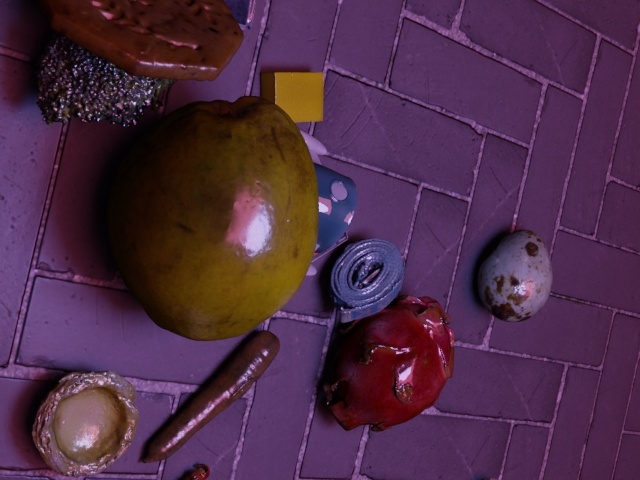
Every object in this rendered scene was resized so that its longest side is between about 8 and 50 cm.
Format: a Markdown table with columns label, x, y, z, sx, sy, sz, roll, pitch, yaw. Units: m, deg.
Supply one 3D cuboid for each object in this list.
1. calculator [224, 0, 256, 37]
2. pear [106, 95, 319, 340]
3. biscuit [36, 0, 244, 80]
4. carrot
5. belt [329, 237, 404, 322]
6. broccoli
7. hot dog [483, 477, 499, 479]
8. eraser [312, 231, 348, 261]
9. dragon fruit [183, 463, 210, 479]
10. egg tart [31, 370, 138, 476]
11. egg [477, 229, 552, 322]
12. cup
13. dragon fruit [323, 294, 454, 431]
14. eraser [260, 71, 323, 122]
| label | x | y | z | sx | sy | sz | roll | pitch | yaw |
| --- | --- | --- | --- | --- | --- | --- | --- | --- | --- |
| calculator | -0.167 | -0.512 | 1.733 | 0.165 | 0.028 | 0.274 | 7 | 95 | -43 |
| pear | -0.175 | -0.033 | 1.597 | 0.351 | 0.352 | 0.414 | -3 | 111 | -39 |
| biscuit | -0.282 | -0.368 | 1.500 | 0.359 | 0.359 | 0.046 | -4 | 139 | -39 |
| carrot | -0.199 | 0.298 | 1.820 | 0.342 | 0.070 | 0.070 | -44 | 122 | -23 |
| belt | 0.093 | 0.077 | 1.974 | 0.163 | 0.148 | 0.082 | -18 | 151 | -10 |
| broccoli | -0.340 | -0.266 | 1.540 | 0.198 | 0.176 | 0.226 | 34 | 96 | 4 |
| hot dog | 0.353 | 0.672 | 2.330 | 0.252 | 0.069 | 0.131 | -33 | 118 | -29 |
| eraser | 0.000 | 0.000 | 1.953 | 0.122 | 0.029 | 0.052 | -32 | 116 | -31 |
| dragon fruit | -0.261 | 0.496 | 1.793 | 0.094 | 0.094 | 0.190 | 58 | 39 | -30 |
| egg tart | -0.403 | 0.304 | 1.644 | 0.197 | 0.078 | 0.197 | -8 | 104 | -36 |
| egg | 0.454 | 0.079 | 2.252 | 0.169 | 0.169 | 0.231 | 41 | 60 | -36 |
| cup | -0.049 | -0.079 | 1.822 | 0.173 | 0.167 | 0.300 | 23 | 56 | -31 |
| dragon fruit | 0.148 | 0.255 | 1.997 | 0.315 | 0.250 | 0.250 | -23 | 112 | -17 |
| eraser | -0.053 | -0.273 | 1.855 | 0.122 | 0.045 | 0.097 | -10 | 104 | -39 |
